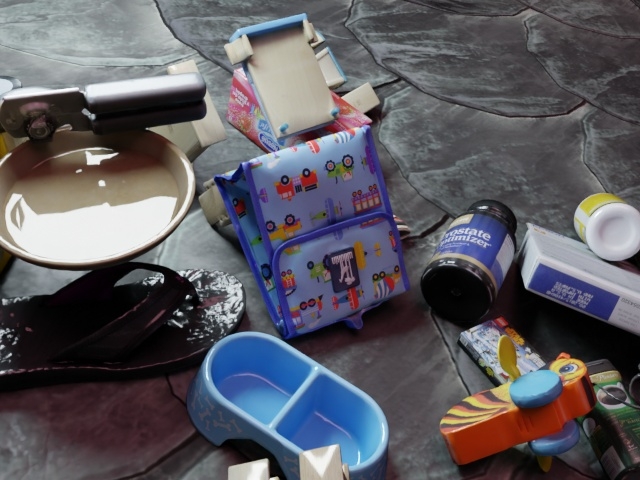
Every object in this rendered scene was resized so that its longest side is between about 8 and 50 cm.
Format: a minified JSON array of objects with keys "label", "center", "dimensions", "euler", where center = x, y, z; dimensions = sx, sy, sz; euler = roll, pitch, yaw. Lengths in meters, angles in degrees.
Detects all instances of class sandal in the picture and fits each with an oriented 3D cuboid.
[{"label":"sandal","center":[-0.301,0.106,1.072],"dimensions":[0.445,0.107,0.168],"euler":[-10,48,-26]}]

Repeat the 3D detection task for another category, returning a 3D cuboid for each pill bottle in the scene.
[{"label":"pill bottle","center":[0.258,0.026,1.321],"dimensions":[0.122,0.123,0.219],"euler":[26,43,10]},{"label":"pill bottle","center":[0.523,-0.031,1.441],"dimensions":[0.103,0.103,0.184],"euler":[20,14,4]}]

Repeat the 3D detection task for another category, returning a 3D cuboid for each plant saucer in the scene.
[{"label":"plant saucer","center":[-0.305,-0.058,1.049],"dimensions":[0.277,0.041,0.278],"euler":[1,46,-1]}]

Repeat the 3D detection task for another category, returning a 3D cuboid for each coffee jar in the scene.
[{"label":"coffee jar","center":[0.424,0.262,1.151],"dimensions":[0.096,0.079,0.184],"euler":[-9,48,-16]}]

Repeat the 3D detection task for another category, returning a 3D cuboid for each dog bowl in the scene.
[{"label":"dog bowl","center":[-0.040,0.229,1.048],"dimensions":[0.297,0.074,0.166],"euler":[30,44,16]}]

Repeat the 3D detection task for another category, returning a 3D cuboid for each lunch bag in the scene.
[{"label":"lunch bag","center":[0.000,0.000,1.211],"dimensions":[0.221,0.138,0.293],"euler":[-21,94,-26]}]

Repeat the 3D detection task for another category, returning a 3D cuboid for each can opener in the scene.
[{"label":"can opener","center":[-0.305,-0.201,1.104],"dimensions":[0.283,0.076,0.095],"euler":[-11,52,-15]}]

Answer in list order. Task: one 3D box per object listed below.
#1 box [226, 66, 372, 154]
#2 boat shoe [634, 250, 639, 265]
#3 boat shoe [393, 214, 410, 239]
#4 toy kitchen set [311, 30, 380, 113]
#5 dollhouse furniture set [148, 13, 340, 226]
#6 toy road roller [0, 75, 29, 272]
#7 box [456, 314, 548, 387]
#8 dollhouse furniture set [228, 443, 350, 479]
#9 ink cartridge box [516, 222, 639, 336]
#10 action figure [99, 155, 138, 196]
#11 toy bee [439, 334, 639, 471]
[{"label":"box","center":[-0.044,-0.228,1.498],"dimensions":[0.257,0.123,0.128],"euler":[40,48,23]},{"label":"boat shoe","center":[0.612,0.026,1.440],"dimensions":[0.081,0.069,0.228],"euler":[-7,11,7]},{"label":"boat shoe","center":[0.101,-0.005,1.364],"dimensions":[0.137,0.049,0.043],"euler":[-24,57,-42]},{"label":"toy kitchen set","center":[-0.010,-0.329,1.665],"dimensions":[0.122,0.166,0.207],"euler":[-36,99,-41]},{"label":"dollhouse furniture set","center":[-0.110,-0.200,1.376],"dimensions":[0.303,0.198,0.286],"euler":[-24,91,-27]},{"label":"toy road roller","center":[-0.559,-0.088,1.143],"dimensions":[0.240,0.203,0.330],"euler":[1,39,3]},{"label":"box","center":[0.292,0.185,1.231],"dimensions":[0.094,0.027,0.137],"euler":[-18,52,-30]},{"label":"dollhouse furniture set","center":[-0.053,0.357,0.814],"dimensions":[0.242,0.212,0.161],"euler":[-14,42,6]},{"label":"ink cartridge box","center":[0.499,0.081,1.339],"dimensions":[0.324,0.071,0.330],"euler":[22,13,7]},{"label":"action figure","center":[-0.328,-0.062,1.167],"dimensions":[0.164,0.141,0.276],"euler":[-1,20,-15]},{"label":"toy bee","center":[0.318,0.227,1.093],"dimensions":[0.298,0.195,0.162],"euler":[2,15,10]}]
